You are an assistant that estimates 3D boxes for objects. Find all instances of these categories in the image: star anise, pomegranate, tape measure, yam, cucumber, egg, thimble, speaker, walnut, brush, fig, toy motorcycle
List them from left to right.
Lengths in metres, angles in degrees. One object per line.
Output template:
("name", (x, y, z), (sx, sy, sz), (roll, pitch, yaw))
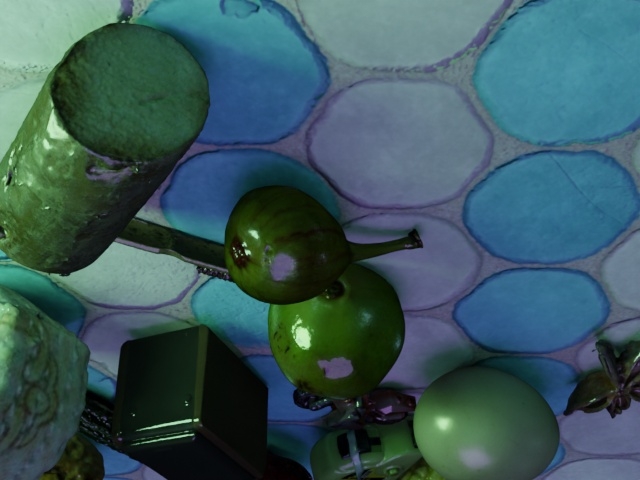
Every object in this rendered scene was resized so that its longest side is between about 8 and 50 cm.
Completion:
("thimble", (-0.473, 0.207, 1.315), (0.291, 0.292, 0.195), (-16, 144, 21))
("walnut", (-0.482, 0.411, 1.668), (0.184, 0.155, 0.155), (29, 134, -30))
("yam", (-0.256, -0.090, 1.034), (0.168, 0.168, 0.304), (23, 138, -24))
("cucumber", (-0.368, 0.312, 1.603), (0.077, 0.077, 0.265), (-31, 129, 34))
("brush", (-0.182, 0.016, 1.248), (0.248, 0.043, 0.036), (17, 137, -18))
("speaker", (-0.193, 0.264, 1.444), (0.153, 0.193, 0.231), (-14, 143, 17))
("fig", (0.000, 0.000, 1.192), (0.259, 0.151, 0.151), (-5, 150, -37))
("pomegranate", (0.003, 0.150, 1.317), (0.190, 0.159, 0.241), (31, 138, -30))
("tape measure", (0.070, 0.377, 1.636), (0.175, 0.106, 0.200), (4, 145, -25))
("toy motorcycle", (0.065, 0.254, 1.501), (0.212, 0.084, 0.118), (17, 138, -29))
("egg", (0.262, 0.294, 1.456), (0.253, 0.189, 0.188), (17, 139, -26))
("star anise", (0.477, 0.213, 1.453), (0.171, 0.063, 0.208), (0, 138, -5))

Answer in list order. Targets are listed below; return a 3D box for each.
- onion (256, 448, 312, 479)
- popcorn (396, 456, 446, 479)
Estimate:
("onion", (-0.130, 0.460, 1.682), (0.246, 0.190, 0.246), (0, 161, 0))
("popcorn", (0.216, 0.443, 1.687), (0.173, 0.142, 0.174), (-5, 133, -6))
